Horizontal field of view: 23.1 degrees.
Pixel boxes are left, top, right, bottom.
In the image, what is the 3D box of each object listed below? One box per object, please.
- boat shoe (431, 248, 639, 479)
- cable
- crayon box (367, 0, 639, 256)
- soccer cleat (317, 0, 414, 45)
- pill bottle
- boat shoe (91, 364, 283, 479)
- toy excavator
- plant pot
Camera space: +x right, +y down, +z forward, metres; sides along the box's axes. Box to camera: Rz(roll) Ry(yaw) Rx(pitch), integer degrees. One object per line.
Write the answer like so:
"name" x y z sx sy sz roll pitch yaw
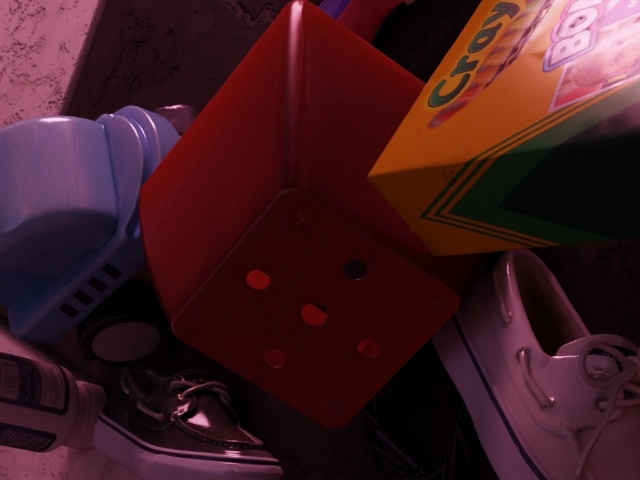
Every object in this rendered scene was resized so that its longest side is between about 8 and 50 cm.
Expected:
"boat shoe" 0.217 0.123 1.244 0.156 0.136 0.367 -52 31 19
"cable" 0.090 0.159 1.439 0.150 0.047 0.184 -33 52 39
"crayon box" 0.248 -0.161 1.209 0.313 0.106 0.363 -5 43 49
"soccer cleat" 0.054 -0.266 1.639 0.248 0.083 0.095 -52 37 28
"pill bottle" -0.349 0.194 1.859 0.108 0.180 0.108 -24 57 44
"boat shoe" -0.149 0.193 1.658 0.335 0.121 0.119 8 86 54
"toy excavator" -0.370 -0.013 1.746 0.433 0.445 0.222 -39 47 32
"plant pot" 0.000 0.000 1.374 0.267 0.267 0.235 -49 17 27
